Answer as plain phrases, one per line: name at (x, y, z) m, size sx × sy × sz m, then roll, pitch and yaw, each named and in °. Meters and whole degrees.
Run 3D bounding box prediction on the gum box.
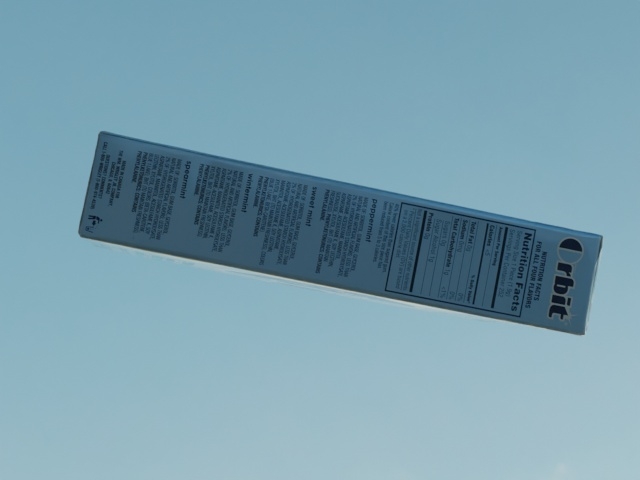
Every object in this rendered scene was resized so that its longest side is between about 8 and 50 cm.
gum box at (0.000, 0.000, 0.569) m, size 0.184 × 0.041 × 0.157 m, roll 12°, pitch -3°, yaw -6°
